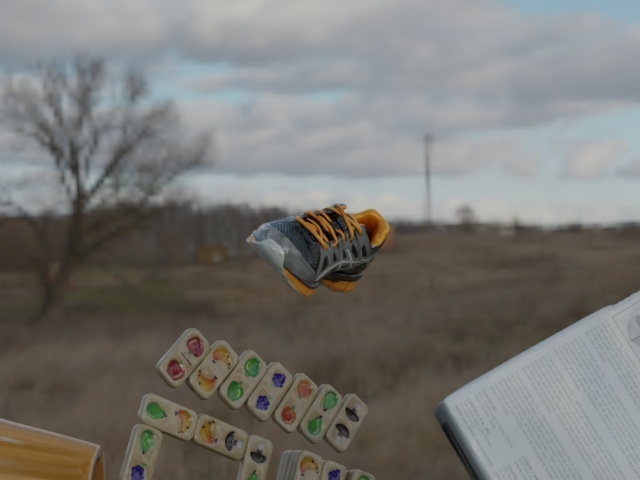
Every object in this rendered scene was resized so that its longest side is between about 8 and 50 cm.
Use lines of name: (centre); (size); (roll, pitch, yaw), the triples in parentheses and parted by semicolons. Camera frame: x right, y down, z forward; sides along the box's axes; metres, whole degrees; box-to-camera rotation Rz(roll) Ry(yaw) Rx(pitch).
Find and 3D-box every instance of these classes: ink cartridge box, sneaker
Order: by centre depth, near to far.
ink cartridge box: (0.231, 0.150, 1.166); (0.232, 0.189, 0.066); (-28, -12, -14)
sneaker: (0.000, 0.000, 1.518); (0.083, 0.084, 0.215); (-46, -15, 16)

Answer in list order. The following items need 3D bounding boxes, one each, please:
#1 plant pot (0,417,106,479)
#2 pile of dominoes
plant pot: (-0.343, 0.286, 1.736); (0.188, 0.205, 0.205); (2, 0, 2)
pile of dominoes: (-0.057, 0.199, 1.438); (0.251, 0.196, 0.040); (27, -25, -30)
